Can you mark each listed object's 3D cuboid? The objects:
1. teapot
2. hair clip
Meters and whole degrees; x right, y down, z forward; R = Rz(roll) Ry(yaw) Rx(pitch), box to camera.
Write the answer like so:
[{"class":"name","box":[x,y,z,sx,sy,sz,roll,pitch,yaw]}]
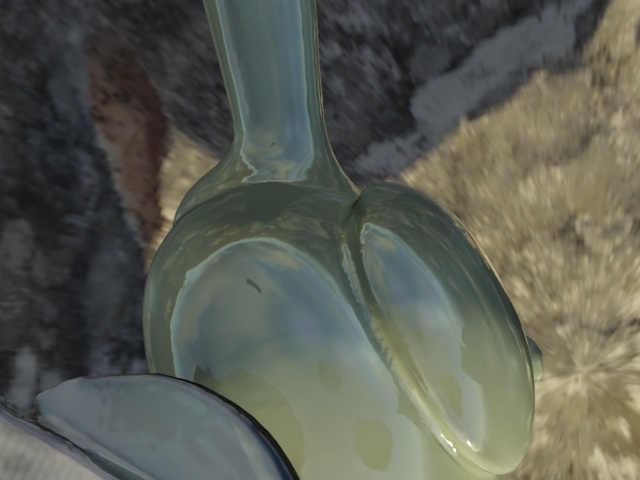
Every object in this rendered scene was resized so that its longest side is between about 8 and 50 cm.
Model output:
[{"class":"teapot","box":[-0.008,0.008,0.891,0.149,0.220,0.318,-27,106,16]},{"class":"hair clip","box":[-0.083,0.111,0.728,0.220,0.054,0.140,30,95,16]}]
